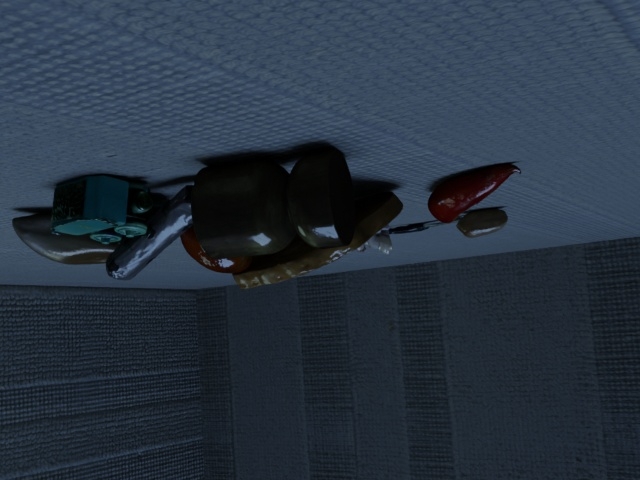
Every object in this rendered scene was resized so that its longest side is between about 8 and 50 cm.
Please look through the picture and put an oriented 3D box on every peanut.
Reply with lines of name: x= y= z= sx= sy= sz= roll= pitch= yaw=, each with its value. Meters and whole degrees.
peanut: x=0.464 y=-0.051 z=2.300 sx=0.152 sy=0.076 sz=0.076 roll=-12 pitch=170 yaw=29

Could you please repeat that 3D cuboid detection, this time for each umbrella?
umbrella: x=-0.324 y=-0.025 z=1.656 sx=0.337 sy=0.067 sz=0.073 roll=-38 pitch=156 yaw=26

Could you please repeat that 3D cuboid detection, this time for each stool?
stool: x=-0.085 y=-0.064 z=1.482 sx=0.264 sy=0.179 sz=0.179 roll=-7 pitch=172 yaw=17

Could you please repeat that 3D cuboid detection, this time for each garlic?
garlic: x=-0.564 y=0.002 z=1.899 sx=0.318 sy=0.112 sz=0.143 roll=7 pitch=-174 yaw=-20

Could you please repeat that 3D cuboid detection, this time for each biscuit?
biscuit: x=0.001 y=0.002 z=1.860 sx=0.385 sy=0.062 sz=0.365 roll=-18 pitch=-166 yaw=35

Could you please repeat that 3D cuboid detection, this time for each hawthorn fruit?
hawthorn fruit: x=-0.234 y=-0.032 z=1.792 sx=0.225 sy=0.196 sz=0.196 roll=24 pitch=180 yaw=15

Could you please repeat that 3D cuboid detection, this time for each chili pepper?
chili pepper: x=0.323 y=-0.096 z=1.829 sx=0.137 sy=0.092 sz=0.368 roll=-14 pitch=178 yaw=-12

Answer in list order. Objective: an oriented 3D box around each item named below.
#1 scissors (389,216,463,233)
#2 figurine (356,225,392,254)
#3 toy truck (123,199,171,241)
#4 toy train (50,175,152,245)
scissors: x=0.335 y=-0.047 z=2.481 sx=0.300 sy=0.022 sz=0.109 roll=-12 pitch=173 yaw=44
figurine: x=0.056 y=-0.024 z=2.118 sx=0.256 sy=0.144 sz=0.182 roll=-7 pitch=-167 yaw=5
toy truck: x=-0.378 y=-0.040 z=1.817 sx=0.116 sy=0.110 sz=0.216 roll=-8 pitch=174 yaw=0
toy train: x=-0.440 y=-0.063 z=1.603 sx=0.203 sy=0.112 sz=0.163 roll=-13 pitch=161 yaw=41
